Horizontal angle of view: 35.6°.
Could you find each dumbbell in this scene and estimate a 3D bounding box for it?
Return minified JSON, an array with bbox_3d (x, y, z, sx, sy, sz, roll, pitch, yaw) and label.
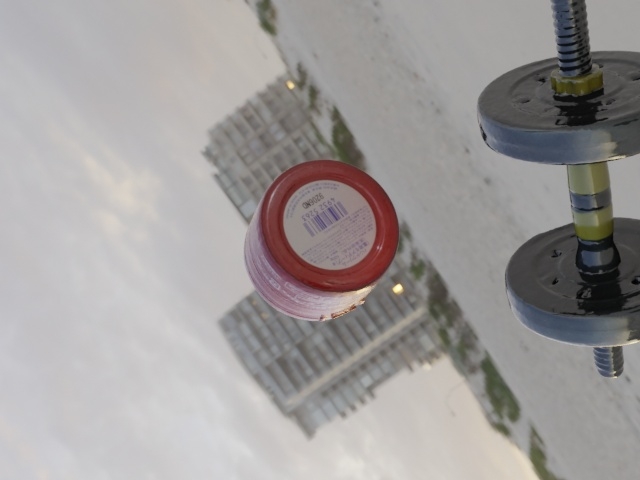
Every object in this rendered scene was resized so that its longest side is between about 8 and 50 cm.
[{"bbox_3d":[0.195,-0.033,0.720,0.143,0.143,0.325,-108,3,-62],"label":"dumbbell"}]

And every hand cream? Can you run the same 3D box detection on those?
[{"bbox_3d":[0.000,0.000,1.295,0.193,0.193,0.125,55,156,8],"label":"hand cream"}]
